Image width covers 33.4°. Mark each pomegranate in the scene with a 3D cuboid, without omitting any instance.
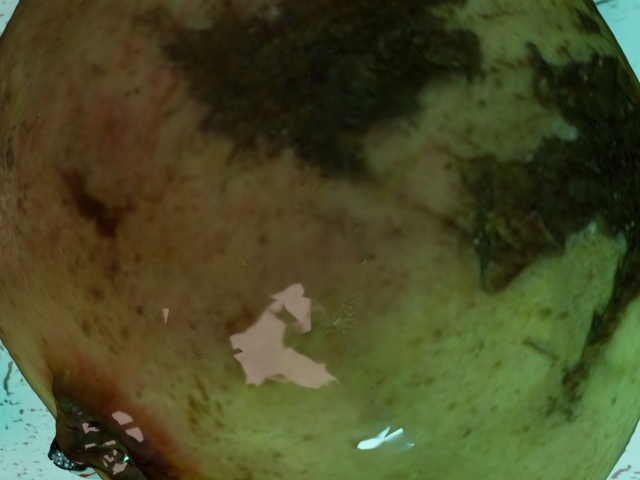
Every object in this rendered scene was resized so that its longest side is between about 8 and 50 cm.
[{"bbox_3d":[0.000,0.000,0.468,0.322,0.322,0.322,15,138,14],"label":"pomegranate"}]

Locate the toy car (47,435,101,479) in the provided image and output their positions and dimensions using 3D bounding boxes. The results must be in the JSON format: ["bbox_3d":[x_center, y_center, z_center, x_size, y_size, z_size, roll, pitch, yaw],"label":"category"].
[{"bbox_3d":[-0.118,0.134,0.810,0.108,0.089,0.210,37,136,-19],"label":"toy car"}]
